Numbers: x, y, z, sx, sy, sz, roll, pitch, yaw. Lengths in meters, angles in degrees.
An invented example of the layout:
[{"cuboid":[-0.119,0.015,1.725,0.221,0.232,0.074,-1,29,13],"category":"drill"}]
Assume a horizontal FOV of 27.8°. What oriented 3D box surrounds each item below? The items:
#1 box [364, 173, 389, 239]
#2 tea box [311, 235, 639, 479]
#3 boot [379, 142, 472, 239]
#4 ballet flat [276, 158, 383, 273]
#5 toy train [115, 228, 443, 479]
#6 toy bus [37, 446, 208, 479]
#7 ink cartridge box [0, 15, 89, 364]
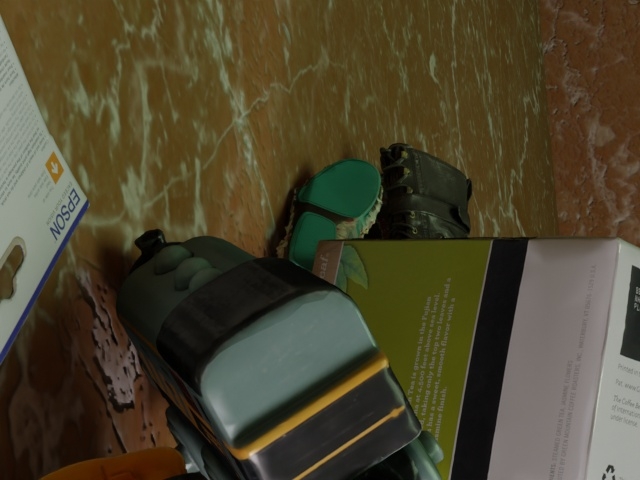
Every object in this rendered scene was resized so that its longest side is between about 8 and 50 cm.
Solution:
[{"cuboid":[0.103,0.033,1.594,0.159,0.044,0.233,-33,114,-70],"category":"box"},{"cuboid":[0.196,0.140,1.123,0.329,0.323,0.220,21,76,-41],"category":"tea box"},{"cuboid":[0.090,-0.001,1.440,0.263,0.091,0.229,15,62,-46],"category":"boot"},{"cuboid":[0.000,0.000,1.272,0.241,0.091,0.077,-59,169,-55],"category":"ballet flat"},{"cuboid":[-0.039,0.092,0.821,0.190,0.142,0.334,64,-13,-19],"category":"toy train"},{"cuboid":[-0.095,0.257,0.703,0.220,0.149,0.211,-116,-170,-49],"category":"toy bus"},{"cuboid":[-0.212,-0.041,0.666,0.223,0.045,0.224,-72,151,-51],"category":"ink cartridge box"}]
